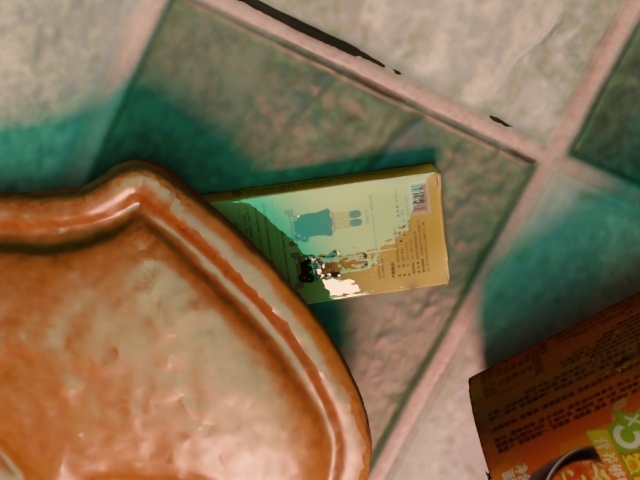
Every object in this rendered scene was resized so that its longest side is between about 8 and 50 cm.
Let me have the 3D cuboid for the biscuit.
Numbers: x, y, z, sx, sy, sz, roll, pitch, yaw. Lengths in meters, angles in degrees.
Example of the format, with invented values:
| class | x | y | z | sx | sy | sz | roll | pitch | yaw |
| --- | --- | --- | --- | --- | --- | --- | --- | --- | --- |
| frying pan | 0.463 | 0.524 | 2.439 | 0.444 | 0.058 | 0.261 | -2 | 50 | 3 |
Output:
| class | x | y | z | sx | sy | sz | roll | pitch | yaw |
| --- | --- | --- | --- | --- | --- | --- | --- | --- | --- |
| biscuit | -0.164 | 0.167 | 0.828 | 0.350 | 0.078 | 0.455 | 22 | 104 | -6 |

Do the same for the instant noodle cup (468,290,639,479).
| class | x | y | z | sx | sy | sz | roll | pitch | yaw |
| --- | --- | --- | --- | --- | --- | --- | --- | --- | --- |
| instant noodle cup | 0.198 | 0.127 | 0.803 | 0.182 | 0.230 | 0.230 | -21 | 109 | 10 |

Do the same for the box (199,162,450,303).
| class | x | y | z | sx | sy | sz | roll | pitch | yaw |
| --- | --- | --- | --- | --- | --- | --- | --- | --- | --- |
| box | 0.000 | 0.000 | 0.839 | 0.149 | 0.020 | 0.073 | -7 | 109 | -3 |
